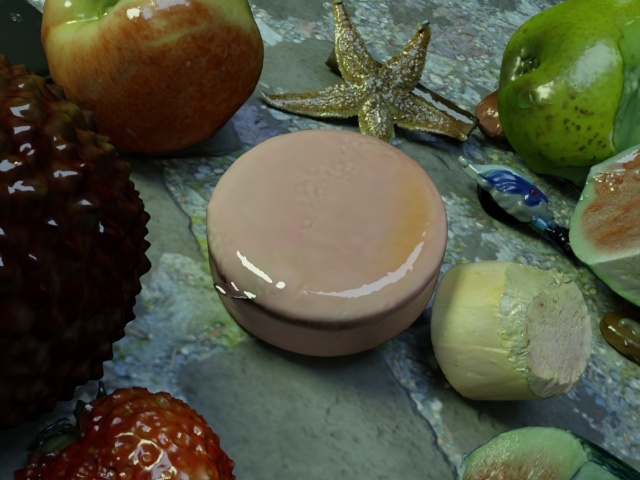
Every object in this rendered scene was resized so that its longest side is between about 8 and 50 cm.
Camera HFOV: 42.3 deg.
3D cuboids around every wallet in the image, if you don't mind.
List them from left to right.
[{"bbox_3d":[-0.401,-0.206,0.928,0.146,0.030,0.285,41,41,10],"label":"wallet"}]

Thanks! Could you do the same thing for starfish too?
[{"bbox_3d":[0.063,-0.222,1.144,0.295,0.048,0.231,5,73,-9],"label":"starfish"}]

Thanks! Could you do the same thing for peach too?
[{"bbox_3d":[-0.174,-0.210,0.924,0.232,0.232,0.256,50,8,24],"label":"peach"}]

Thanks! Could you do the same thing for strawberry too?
[{"bbox_3d":[-0.122,0.199,0.600,0.236,0.107,0.175,44,44,18],"label":"strawberry"}]

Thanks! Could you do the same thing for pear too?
[{"bbox_3d":[0.384,-0.217,1.165,0.282,0.286,0.176,-7,6,-33],"label":"pear"}]

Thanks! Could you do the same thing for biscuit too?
[{"bbox_3d":[0.466,0.077,1.090,0.197,0.049,0.301,35,40,5],"label":"biscuit"}]

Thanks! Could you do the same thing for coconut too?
[{"bbox_3d":[0.184,0.093,0.849,0.147,0.152,0.147,5,82,-36],"label":"coconut"}]

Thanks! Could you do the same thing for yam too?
[{"bbox_3d":[0.118,-0.216,1.198,0.241,0.057,0.057,29,41,4],"label":"yam"}]

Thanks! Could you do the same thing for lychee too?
[{"bbox_3d":[-0.275,-0.005,0.598,0.306,0.330,0.306,3,73,-9],"label":"lychee"}]

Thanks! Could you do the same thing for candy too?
[{"bbox_3d":[0.000,0.000,0.835,0.255,0.094,0.255,1,55,-2],"label":"candy"}]

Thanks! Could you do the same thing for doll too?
[{"bbox_3d":[0.261,-0.050,1.097,0.195,0.070,0.096,35,18,-2],"label":"doll"}]

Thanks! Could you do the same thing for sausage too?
[{"bbox_3d":[0.297,-0.205,1.270,0.077,0.077,0.194,40,41,14],"label":"sausage"}]

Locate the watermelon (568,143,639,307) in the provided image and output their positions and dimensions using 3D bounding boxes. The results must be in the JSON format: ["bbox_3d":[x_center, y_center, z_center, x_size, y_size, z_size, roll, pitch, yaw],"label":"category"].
[{"bbox_3d":[0.441,-0.031,1.023,0.224,0.180,0.305,28,47,6],"label":"watermelon"}]

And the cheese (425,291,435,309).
[{"bbox_3d":[0.052,-0.012,0.954,0.135,0.052,0.245,-7,50,-37],"label":"cheese"}]

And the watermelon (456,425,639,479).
[{"bbox_3d":[0.181,0.262,0.606,0.213,0.262,0.201,42,73,10],"label":"watermelon"}]
